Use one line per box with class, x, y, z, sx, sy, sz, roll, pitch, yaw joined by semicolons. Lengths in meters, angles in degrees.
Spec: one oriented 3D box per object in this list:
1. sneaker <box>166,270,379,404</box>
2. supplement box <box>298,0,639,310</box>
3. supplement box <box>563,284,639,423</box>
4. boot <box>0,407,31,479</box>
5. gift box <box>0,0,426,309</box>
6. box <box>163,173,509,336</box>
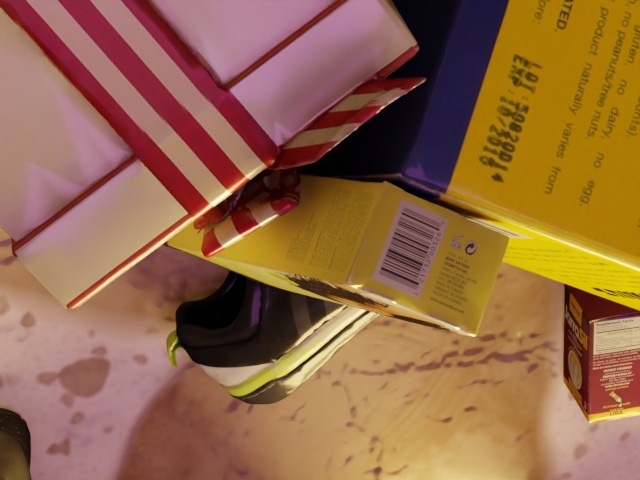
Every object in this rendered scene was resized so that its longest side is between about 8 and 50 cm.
sneaker;-0.004;0.008;1.143;0.097;0.084;0.234;37;104;-24
supplement box;0.195;-0.066;1.040;0.357;0.195;0.194;20;85;-18
supplement box;0.193;0.073;1.240;0.043;0.055;0.083;-8;119;-9
boot;-0.218;0.244;1.175;0.083;0.161;0.246;-1;118;-12
gift box;-0.093;-0.145;0.942;0.276;0.255;0.258;-33;118;13
box;0.000;0.000;0.998;0.087;0.232;0.058;23;85;-27
